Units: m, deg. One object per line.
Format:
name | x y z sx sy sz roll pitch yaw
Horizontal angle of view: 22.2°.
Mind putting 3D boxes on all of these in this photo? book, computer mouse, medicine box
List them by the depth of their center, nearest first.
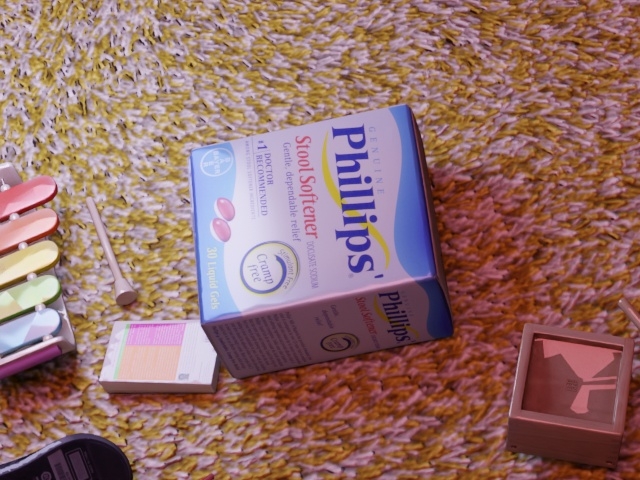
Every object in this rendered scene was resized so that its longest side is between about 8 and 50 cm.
computer mouse | -0.353 0.306 1.908 0.272 0.072 0.189 -15 82 -29
medicine box | 0.000 0.000 2.007 0.289 0.149 0.264 -12 57 8
book | -0.196 0.144 2.040 0.144 0.035 0.096 -1 56 14

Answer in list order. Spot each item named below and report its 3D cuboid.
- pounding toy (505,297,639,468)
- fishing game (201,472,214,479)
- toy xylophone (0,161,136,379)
pounding toy | 0.327 0.162 1.859 0.206 0.094 0.181 9 56 9
fishing game | -0.084 0.370 1.824 0.264 0.041 0.189 37 51 25
toy xylophone | -0.384 0.035 2.127 0.236 0.081 0.323 -29 57 -5
